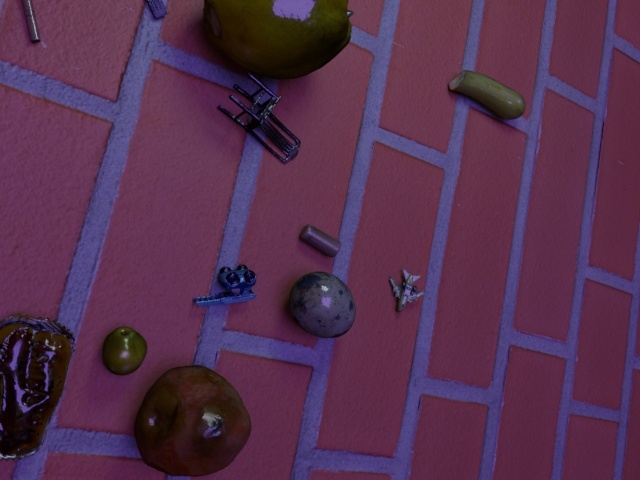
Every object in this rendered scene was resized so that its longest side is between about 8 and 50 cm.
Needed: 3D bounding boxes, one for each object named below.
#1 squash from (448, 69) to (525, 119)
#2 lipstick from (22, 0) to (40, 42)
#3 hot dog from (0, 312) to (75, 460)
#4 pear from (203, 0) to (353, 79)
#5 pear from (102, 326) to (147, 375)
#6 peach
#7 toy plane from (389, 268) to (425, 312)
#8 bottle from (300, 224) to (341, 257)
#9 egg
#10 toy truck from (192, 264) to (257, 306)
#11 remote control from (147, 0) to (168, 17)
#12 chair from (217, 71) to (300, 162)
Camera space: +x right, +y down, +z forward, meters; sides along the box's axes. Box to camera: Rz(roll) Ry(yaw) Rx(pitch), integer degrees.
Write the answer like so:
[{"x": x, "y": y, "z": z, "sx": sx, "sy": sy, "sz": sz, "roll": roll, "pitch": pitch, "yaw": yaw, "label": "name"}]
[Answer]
[{"x": 0.481, "y": -0.416, "z": 1.670, "sx": 0.250, "sy": 0.083, "sz": 0.083, "roll": 19, "pitch": 77, "yaw": -24, "label": "squash"}, {"x": -0.560, "y": -0.431, "z": 1.137, "sx": 0.019, "sy": 0.019, "sz": 0.094, "roll": -13, "pitch": 92, "yaw": -29, "label": "lipstick"}, {"x": -0.546, "y": 0.267, "z": 1.056, "sx": 0.163, "sy": 0.082, "sz": 0.270, "roll": 22, "pitch": 75, "yaw": -27, "label": "hot dog"}, {"x": -0.090, "y": -0.474, "z": 1.260, "sx": 0.322, "sy": 0.269, "sz": 0.268, "roll": -2, "pitch": 87, "yaw": -3, "label": "pear"}, {"x": -0.382, "y": 0.219, "z": 1.149, "sx": 0.092, "sy": 0.092, "sz": 0.096, "roll": 1, "pitch": 127, "yaw": -29, "label": "pear"}, {"x": -0.238, "y": 0.347, "z": 1.133, "sx": 0.214, "sy": 0.236, "sz": 0.214, "roll": 8, "pitch": 77, "yaw": -36, "label": "peach"}, {"x": 0.218, "y": 0.131, "z": 1.505, "sx": 0.103, "sy": 0.040, "sz": 0.111, "roll": 21, "pitch": 74, "yaw": -6, "label": "toy plane"}, {"x": 0.000, "y": 0.000, "z": 1.395, "sx": 0.097, "sy": 0.045, "sz": 0.045, "roll": 31, "pitch": 72, "yaw": -21, "label": "bottle"}, {"x": 0.008, "y": 0.149, "z": 1.334, "sx": 0.181, "sy": 0.141, "sz": 0.141, "roll": 47, "pitch": 65, "yaw": -36, "label": "egg"}, {"x": -0.205, "y": 0.097, "z": 1.270, "sx": 0.136, "sy": 0.063, "sz": 0.074, "roll": -4, "pitch": 108, "yaw": -26, "label": "toy truck"}, {"x": -0.359, "y": -0.520, "z": 1.256, "sx": 0.034, "sy": 0.016, "sz": 0.091, "roll": -26, "pitch": 99, "yaw": -12, "label": "remote control"}, {"x": -0.114, "y": -0.267, "z": 1.321, "sx": 0.213, "sy": 0.101, "sz": 0.084, "roll": 38, "pitch": 71, "yaw": -19, "label": "chair"}]
